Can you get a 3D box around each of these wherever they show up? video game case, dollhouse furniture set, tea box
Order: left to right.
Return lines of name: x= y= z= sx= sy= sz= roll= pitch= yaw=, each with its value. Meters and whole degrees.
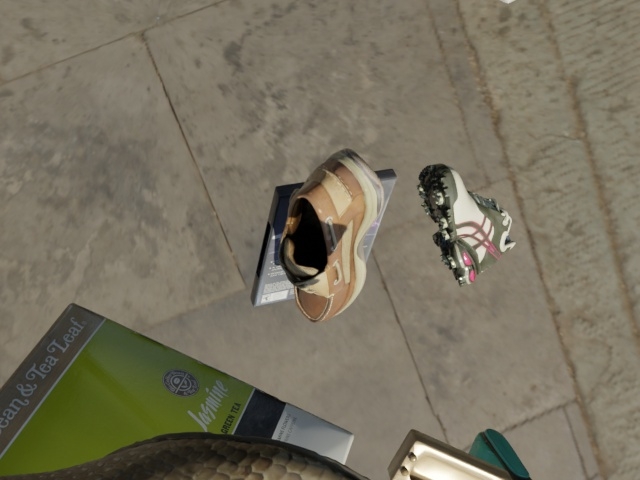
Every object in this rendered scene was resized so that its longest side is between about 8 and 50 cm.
tea box: x=-0.184 y=0.285 z=0.874 sx=0.323 sy=0.329 sz=0.220 roll=26 pitch=125 yaw=1
video game case: x=0.000 y=0.000 z=1.508 sx=0.196 sy=0.026 sz=0.274 roll=-10 pitch=142 yaw=-22
dollhouse furniture set: x=0.120 y=0.293 z=0.889 sx=0.144 sy=0.123 sz=0.151 roll=26 pitch=103 yaw=-14

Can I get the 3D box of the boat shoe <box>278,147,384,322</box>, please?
boat shoe: x=-0.008 y=0.011 z=1.301 sx=0.116 sy=0.123 sz=0.324 roll=-33 pitch=150 yaw=-30

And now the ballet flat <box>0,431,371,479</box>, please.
ballet flat: x=-0.099 y=0.114 z=0.352 sx=0.250 sy=0.058 sz=0.084 roll=0 pitch=127 yaw=6

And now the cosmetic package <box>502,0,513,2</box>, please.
cosmetic package: x=0.282 y=-0.470 z=0.984 sx=0.284 sy=0.097 sz=0.377 roll=-32 pitch=143 yaw=-37

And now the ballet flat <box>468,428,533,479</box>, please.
ballet flat: x=0.307 y=0.402 z=1.485 sx=0.083 sy=0.247 sz=0.087 roll=18 pitch=109 yaw=-32

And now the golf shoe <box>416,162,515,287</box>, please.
golf shoe: x=0.229 y=-0.044 z=1.485 sx=0.120 sy=0.105 sz=0.273 roll=-28 pitch=143 yaw=-1
